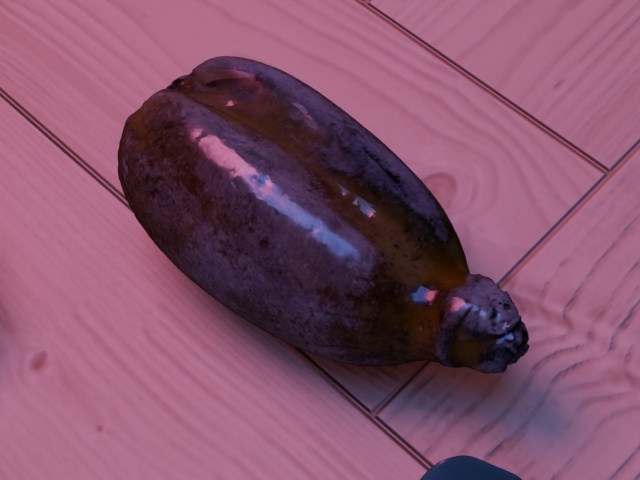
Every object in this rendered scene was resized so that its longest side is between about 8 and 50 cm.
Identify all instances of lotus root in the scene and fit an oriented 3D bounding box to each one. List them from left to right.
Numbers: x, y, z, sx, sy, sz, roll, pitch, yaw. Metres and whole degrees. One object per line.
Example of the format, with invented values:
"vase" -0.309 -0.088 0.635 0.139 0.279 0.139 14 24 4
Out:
"lotus root" 0.000 0.000 0.938 0.322 0.140 0.158 39 49 20

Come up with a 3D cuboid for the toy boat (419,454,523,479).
"toy boat" 0.068 0.213 0.833 0.091 0.110 0.175 21 25 19
